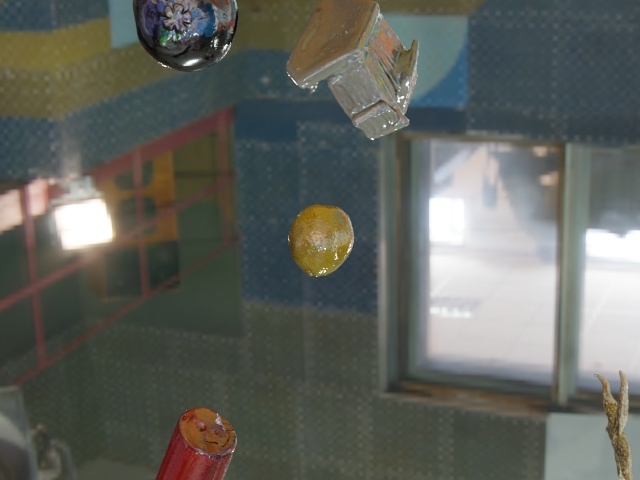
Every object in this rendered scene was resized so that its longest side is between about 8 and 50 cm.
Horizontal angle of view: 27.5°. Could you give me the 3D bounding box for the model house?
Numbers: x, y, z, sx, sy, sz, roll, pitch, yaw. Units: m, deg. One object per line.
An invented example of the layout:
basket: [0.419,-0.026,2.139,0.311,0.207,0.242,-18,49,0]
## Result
model house: [0.065,-0.246,1.876,0.122,0.188,0.229,-27,-151,35]

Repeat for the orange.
orange: [0.000,0.000,1.693,0.085,0.095,0.085,12,-175,-1]

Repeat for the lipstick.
lipstick: [-0.155,0.298,1.339,0.073,0.280,0.073,17,-153,-9]

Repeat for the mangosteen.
mangosteen: [-0.163,-0.277,1.597,0.137,0.137,0.151,-2,-165,0]

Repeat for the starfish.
starfish: [0.208,0.134,0.907,0.016,0.092,0.086,-4,-152,-3]
